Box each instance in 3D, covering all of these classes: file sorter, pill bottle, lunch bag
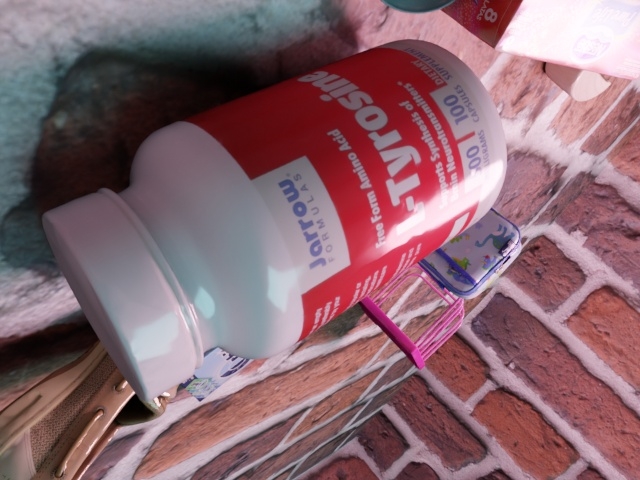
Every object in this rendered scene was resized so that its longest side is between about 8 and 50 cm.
[{"bbox_3d":[0.213,0.147,1.252,0.182,0.202,0.290,-43,157,-4],"label":"file sorter"},{"bbox_3d":[-0.029,-0.033,0.531,0.408,0.229,0.229,-30,153,-28],"label":"pill bottle"},{"bbox_3d":[0.257,-0.006,1.040,0.176,0.219,0.090,-45,156,5],"label":"lunch bag"}]

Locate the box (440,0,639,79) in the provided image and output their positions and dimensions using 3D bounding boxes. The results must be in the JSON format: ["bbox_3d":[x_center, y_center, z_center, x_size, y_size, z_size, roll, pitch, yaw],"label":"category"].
[{"bbox_3d":[0.273,-0.288,0.600,0.300,0.154,0.142,-6,136,-37],"label":"box"}]

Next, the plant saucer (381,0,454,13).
[{"bbox_3d":[0.095,-0.278,0.509,0.119,0.021,0.119,0,129,0],"label":"plant saucer"}]

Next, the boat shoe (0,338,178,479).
[{"bbox_3d":[-0.220,0.165,0.623,0.341,0.110,0.121,-46,169,-49],"label":"boat shoe"}]

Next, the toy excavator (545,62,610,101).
[{"bbox_3d":[0.666,-0.471,0.985,0.445,0.222,0.433,-12,144,-28],"label":"toy excavator"}]

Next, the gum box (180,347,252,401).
[{"bbox_3d":[-0.159,0.185,0.926,0.184,0.041,0.157,-37,156,-15],"label":"gum box"}]
